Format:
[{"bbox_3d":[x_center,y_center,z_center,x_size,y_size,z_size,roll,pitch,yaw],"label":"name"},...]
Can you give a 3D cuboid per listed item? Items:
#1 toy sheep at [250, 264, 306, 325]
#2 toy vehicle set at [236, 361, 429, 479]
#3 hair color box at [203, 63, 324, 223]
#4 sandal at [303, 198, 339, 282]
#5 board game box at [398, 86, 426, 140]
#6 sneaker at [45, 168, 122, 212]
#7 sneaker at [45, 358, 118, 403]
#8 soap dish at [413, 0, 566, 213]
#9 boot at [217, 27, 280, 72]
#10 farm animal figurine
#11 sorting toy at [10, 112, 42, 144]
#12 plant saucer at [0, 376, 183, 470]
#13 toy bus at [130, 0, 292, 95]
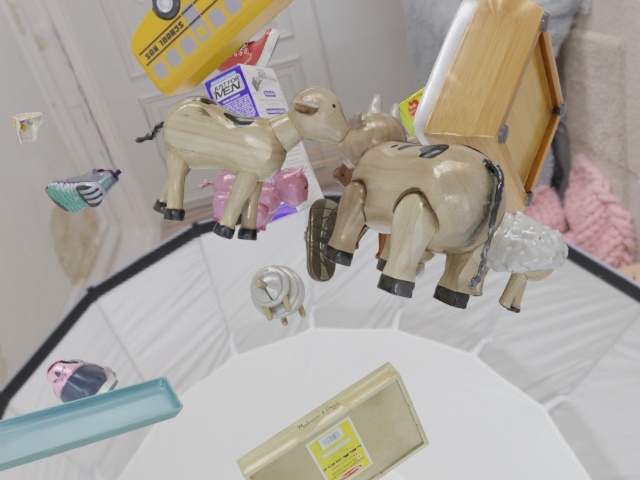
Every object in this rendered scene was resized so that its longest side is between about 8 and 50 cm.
[{"bbox_3d":[-0.066,0.080,0.939,0.132,0.091,0.091,47,-153,-67],"label":"toy sheep"},{"bbox_3d":[0.027,0.318,0.922,0.035,0.266,0.166,40,157,58],"label":"toy vehicle set"},{"bbox_3d":[-0.121,-0.219,1.395,0.339,0.110,0.185,70,-158,-5],"label":"hair color box"},{"bbox_3d":[0.000,0.000,1.344,0.060,0.089,0.220,-36,40,47],"label":"sandal"},{"bbox_3d":[0.273,-0.320,1.439,0.092,0.181,0.043,57,-176,8],"label":"board game box"},{"bbox_3d":[-0.553,-0.124,1.444,0.098,0.223,0.083,-53,-49,-35],"label":"sneaker"},{"bbox_3d":[-0.519,0.295,1.315,0.131,0.112,0.319,37,156,-14],"label":"sneaker"},{"bbox_3d":[0.254,-0.180,0.875,0.291,0.118,0.229,37,-106,-56],"label":"soap dish"},{"bbox_3d":[-0.227,-0.535,1.715,0.244,0.176,0.089,-39,23,53],"label":"boot"},{"bbox_3d":[0.041,-0.060,0.592,0.330,0.326,0.172,9,-80,-48],"label":"farm animal figurine"},{"bbox_3d":[-0.768,-0.291,1.601,0.083,0.044,0.075,-45,-40,-61],"label":"sorting toy"},{"bbox_3d":[-0.244,0.188,0.634,0.067,0.191,0.018,34,130,53],"label":"plant saucer"},{"bbox_3d":[-0.154,-0.382,0.973,0.130,0.332,0.108,56,-154,-4],"label":"toy bus"}]
